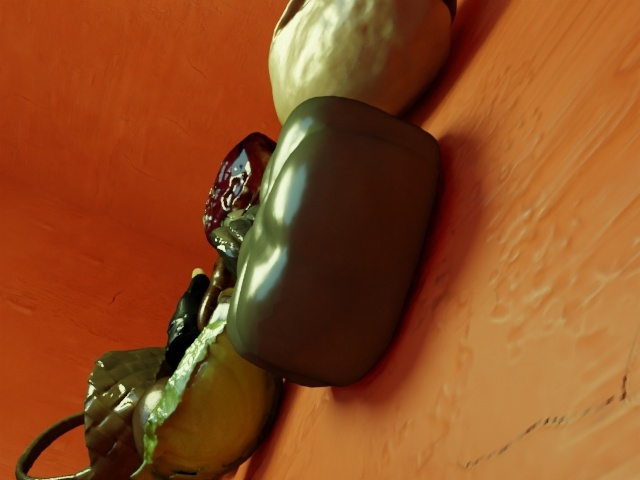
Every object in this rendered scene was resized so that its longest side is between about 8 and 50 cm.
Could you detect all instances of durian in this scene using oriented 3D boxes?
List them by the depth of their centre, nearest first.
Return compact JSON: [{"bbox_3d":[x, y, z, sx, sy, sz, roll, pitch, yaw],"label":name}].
[{"bbox_3d":[-0.126,0.203,0.702,0.101,0.139,0.250,-105,40,-85],"label":"durian"}]

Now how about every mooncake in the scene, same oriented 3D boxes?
[{"bbox_3d":[0.000,0.000,0.525,0.275,0.135,0.275,-161,90,-80],"label":"mooncake"}]

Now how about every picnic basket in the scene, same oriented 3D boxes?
[{"bbox_3d":[-0.426,0.390,1.122,0.293,0.337,0.337,-106,41,-76],"label":"picnic basket"}]

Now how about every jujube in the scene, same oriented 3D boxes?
[{"bbox_3d":[-0.209,-0.134,1.719,0.258,0.258,0.377,-99,27,-73],"label":"jujube"}]

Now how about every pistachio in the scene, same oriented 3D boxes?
[{"bbox_3d":[0.039,-0.221,0.667,0.299,0.187,0.187,-43,25,57],"label":"pistachio"}]

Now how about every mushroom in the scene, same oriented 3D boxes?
[{"bbox_3d":[-0.109,0.079,1.038,0.217,0.148,0.227,-32,40,41],"label":"mushroom"}]

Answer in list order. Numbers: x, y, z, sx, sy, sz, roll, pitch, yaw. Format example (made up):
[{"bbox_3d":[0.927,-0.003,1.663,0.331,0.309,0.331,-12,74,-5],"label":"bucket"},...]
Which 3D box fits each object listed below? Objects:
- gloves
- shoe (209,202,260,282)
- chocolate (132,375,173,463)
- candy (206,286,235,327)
[{"bbox_3d":[-0.229,0.166,1.172,0.152,0.197,0.301,-20,14,26],"label":"gloves"},{"bbox_3d":[-0.052,-0.007,0.832,0.171,0.132,0.336,-30,11,-1],"label":"shoe"},{"bbox_3d":[-0.224,0.312,0.931,0.177,0.176,0.177,-156,90,-81],"label":"chocolate"},{"bbox_3d":[-0.139,0.197,0.864,0.143,0.101,0.271,2,64,33],"label":"candy"}]
